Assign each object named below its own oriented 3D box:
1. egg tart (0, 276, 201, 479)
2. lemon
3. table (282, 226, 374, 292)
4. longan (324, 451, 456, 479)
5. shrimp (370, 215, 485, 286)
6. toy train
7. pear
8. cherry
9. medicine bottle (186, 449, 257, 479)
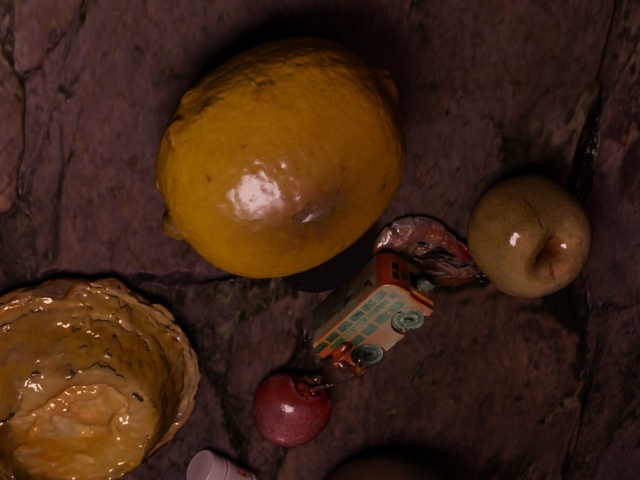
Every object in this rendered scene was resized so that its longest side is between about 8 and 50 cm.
[{"bbox_3d":[-0.306,0.207,1.605,0.345,0.132,0.345,-11,125,-16],"label":"egg tart"},{"bbox_3d":[-0.042,-0.092,1.426,0.260,0.260,0.284,35,85,-35],"label":"lemon"},{"bbox_3d":[0.000,0.000,1.631,0.133,0.043,0.134,-10,125,-15],"label":"table"},{"bbox_3d":[0.118,0.466,1.861,0.288,0.288,0.350,-21,116,-7],"label":"longan"},{"bbox_3d":[0.153,0.022,1.707,0.190,0.042,0.101,11,113,-24],"label":"shrimp"},{"bbox_3d":[0.068,0.092,1.677,0.099,0.072,0.188,32,124,-21],"label":"toy train"},{"bbox_3d":[0.268,-0.007,1.672,0.167,0.136,0.167,-9,122,-16],"label":"pear"},{"bbox_3d":[-0.022,0.202,1.710,0.107,0.090,0.225,32,135,-4],"label":"cherry"},{"bbox_3d":[-0.136,0.332,1.798,0.089,0.057,0.057,34,106,-35],"label":"medicine bottle"}]
